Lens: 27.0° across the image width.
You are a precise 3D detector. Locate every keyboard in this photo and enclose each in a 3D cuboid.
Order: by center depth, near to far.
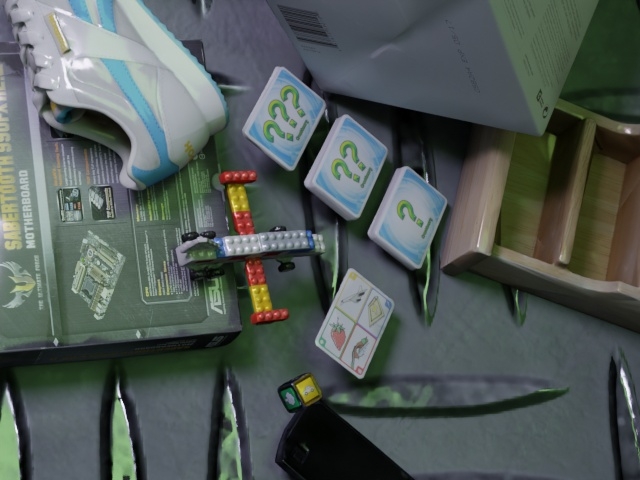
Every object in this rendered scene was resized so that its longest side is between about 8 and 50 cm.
[{"bbox_3d":[0.038,0.211,0.995,0.192,0.038,0.100,41,43,-4],"label":"keyboard"}]

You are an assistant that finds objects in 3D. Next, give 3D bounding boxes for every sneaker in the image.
[{"bbox_3d":[-0.171,-0.136,0.921,0.229,0.087,0.092,44,68,-1],"label":"sneaker"}]

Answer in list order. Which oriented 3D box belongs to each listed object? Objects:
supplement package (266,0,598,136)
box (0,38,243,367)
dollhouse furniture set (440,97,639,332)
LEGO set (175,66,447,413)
[{"bbox_3d":[0.102,-0.253,0.989,0.198,0.199,0.262,15,70,28],"label":"supplement package"},{"bbox_3d":[-0.164,-0.030,0.971,0.183,0.056,0.231,-5,76,-20],"label":"box"},{"bbox_3d":[0.294,-0.064,0.958,0.257,0.394,0.362,19,69,-13],"label":"dollhouse furniture set"},{"bbox_3d":[0.000,0.000,0.984,0.182,0.060,0.244,39,54,-18],"label":"LEGO set"}]
